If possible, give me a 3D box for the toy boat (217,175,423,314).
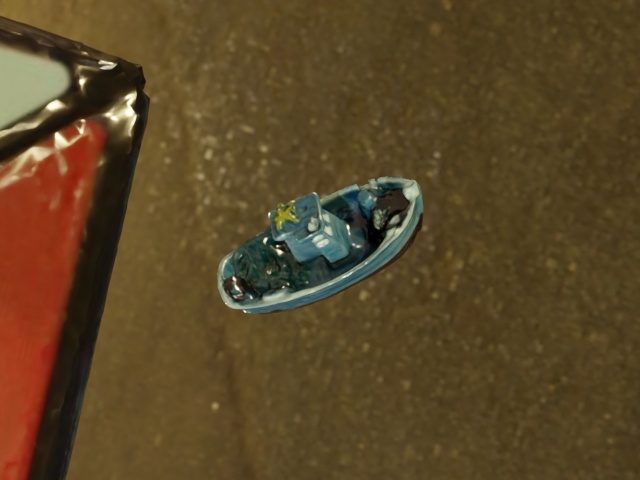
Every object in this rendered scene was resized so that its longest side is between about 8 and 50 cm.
[{"bbox_3d":[0.000,0.000,0.877,0.137,0.061,0.060,-21,52,16],"label":"toy boat"}]

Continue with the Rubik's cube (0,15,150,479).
[{"bbox_3d":[-0.229,0.025,0.560,0.246,0.248,0.250,180,104,-69],"label":"Rubik's cube"}]
